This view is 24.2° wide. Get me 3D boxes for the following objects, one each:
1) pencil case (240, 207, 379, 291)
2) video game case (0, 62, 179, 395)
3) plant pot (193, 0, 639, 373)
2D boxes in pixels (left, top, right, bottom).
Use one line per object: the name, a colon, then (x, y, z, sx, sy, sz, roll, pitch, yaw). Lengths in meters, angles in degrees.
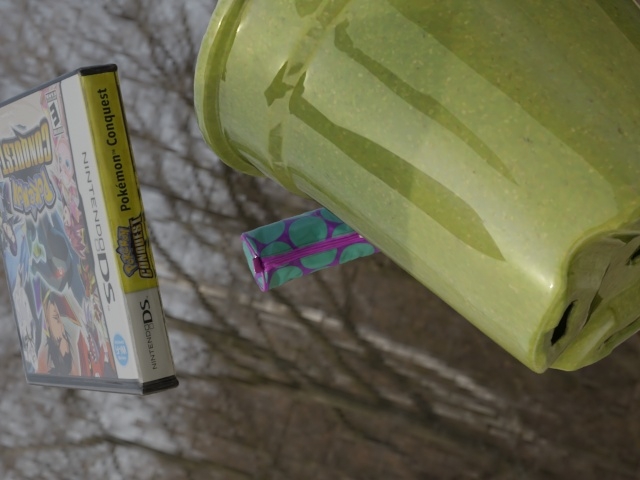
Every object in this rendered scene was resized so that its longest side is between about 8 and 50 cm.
pencil case: (0.000, 0.000, 1.481, 0.070, 0.152, 0.064, -139, 31, -74)
video game case: (-0.208, -0.001, 1.220, 0.275, 0.035, 0.248, -6, 95, 60)
plant pot: (0.108, -0.067, 0.881, 0.276, 0.254, 0.276, -32, -28, -19)
